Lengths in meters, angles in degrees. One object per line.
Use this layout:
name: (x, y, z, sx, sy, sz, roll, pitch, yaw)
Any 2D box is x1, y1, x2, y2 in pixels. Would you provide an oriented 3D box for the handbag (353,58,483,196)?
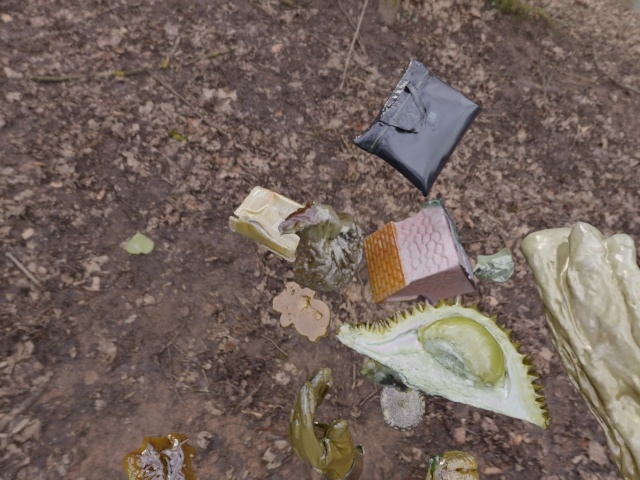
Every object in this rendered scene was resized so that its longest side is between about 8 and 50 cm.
handbag: (0.225, -0.261, 0.925, 0.211, 0.089, 0.254, 34, 86, -6)

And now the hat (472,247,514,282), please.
hat: (0.528, 0.079, 1.244, 0.123, 0.166, 0.081, -17, 104, 19)

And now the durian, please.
durian: (0.173, 0.185, 0.619, 0.307, 0.172, 0.166, 20, 40, 11)

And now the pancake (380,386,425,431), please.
pancake: (0.308, 0.615, 1.519, 0.200, 0.021, 0.199, 6, 74, -20)

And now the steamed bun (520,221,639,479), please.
steamed bun: (0.431, 0.149, 0.435, 0.248, 0.189, 0.427, 5, 58, -26)

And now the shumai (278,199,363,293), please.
shumai: (0.000, 0.000, 0.892, 0.167, 0.175, 0.205, 3, 62, 21)

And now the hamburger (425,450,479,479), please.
hamburger: (0.439, 0.798, 1.309, 0.184, 0.130, 0.205, 12, 73, -19)

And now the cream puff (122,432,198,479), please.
cream puff: (-0.568, 0.814, 1.449, 0.269, 0.154, 0.240, 22, 43, -19)

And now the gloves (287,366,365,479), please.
gloves: (0.002, 0.415, 0.877, 0.141, 0.330, 0.154, -20, 31, 1)

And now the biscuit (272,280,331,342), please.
biscuit: (-0.061, 0.258, 1.476, 0.249, 0.035, 0.184, 33, 79, 26)

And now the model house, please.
model house: (0.248, 0.051, 1.044, 0.238, 0.237, 0.202, -22, 62, 21)

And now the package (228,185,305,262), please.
package: (-0.177, -0.049, 1.517, 0.312, 0.221, 0.165, 27, 26, 25)
